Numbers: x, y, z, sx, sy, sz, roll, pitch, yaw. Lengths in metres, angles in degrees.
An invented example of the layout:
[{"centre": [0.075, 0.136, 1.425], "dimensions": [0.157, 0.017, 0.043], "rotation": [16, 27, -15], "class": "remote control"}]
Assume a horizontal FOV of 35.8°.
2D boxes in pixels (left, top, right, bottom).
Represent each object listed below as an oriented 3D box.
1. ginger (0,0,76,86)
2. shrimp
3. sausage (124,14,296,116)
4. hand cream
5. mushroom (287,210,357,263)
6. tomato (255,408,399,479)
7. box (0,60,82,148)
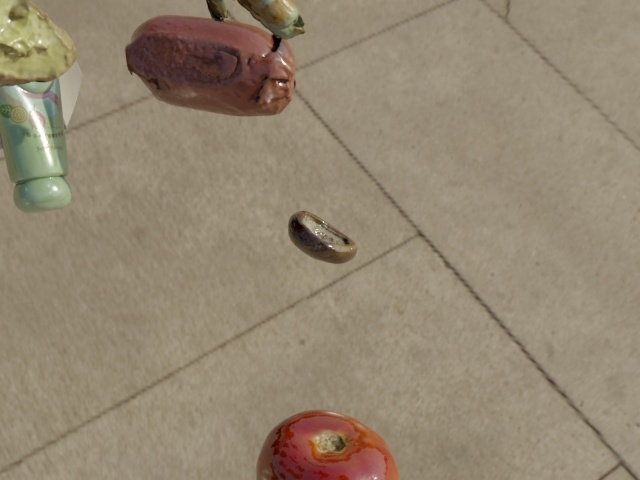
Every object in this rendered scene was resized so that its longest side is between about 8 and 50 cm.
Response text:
[{"centre": [-0.407, -0.262, 1.206], "dimensions": [0.221, 0.130, 0.275], "rotation": [9, 25, -15], "class": "ginger"}, {"centre": [-0.103, -0.317, 1.370], "dimensions": [0.161, 0.166, 0.049], "rotation": [41, 68, -9], "class": "shrimp"}, {"centre": [-0.168, -0.275, 1.564], "dimensions": [0.280, 0.152, 0.152], "rotation": [11, 54, 13], "class": "sausage"}, {"centre": [-0.470, -0.198, 1.605], "dimensions": [0.147, 0.093, 0.305], "rotation": [-11, 91, -48], "class": "hand cream"}, {"centre": [0.000, 0.000, 1.588], "dimensions": [0.123, 0.052, 0.123], "rotation": [26, 17, -8], "class": "mushroom"}, {"centre": [0.009, 0.317, 1.315], "dimensions": [0.195, 0.136, 0.195], "rotation": [4, 30, -2], "class": "tomato"}, {"centre": [-0.574, -0.253, 1.796], "dimensions": [0.252, 0.106, 0.203], "rotation": [-13, 36, 8], "class": "box"}]
